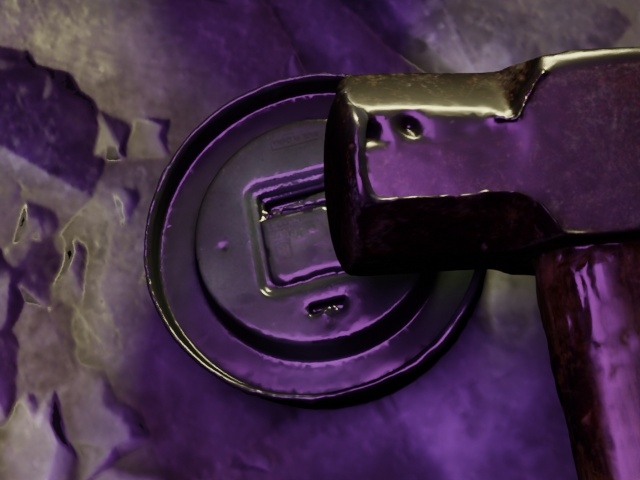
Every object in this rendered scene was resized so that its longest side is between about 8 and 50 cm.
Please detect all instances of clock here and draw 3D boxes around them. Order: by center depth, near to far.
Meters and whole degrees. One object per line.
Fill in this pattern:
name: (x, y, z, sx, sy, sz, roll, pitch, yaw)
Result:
clock: (0.000, 0.000, 0.682, 0.184, 0.040, 0.184, -4, 68, 10)

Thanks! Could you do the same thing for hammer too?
hammer: (0.141, 0.113, 0.580, 0.242, 0.095, 0.409, -5, 78, -8)
